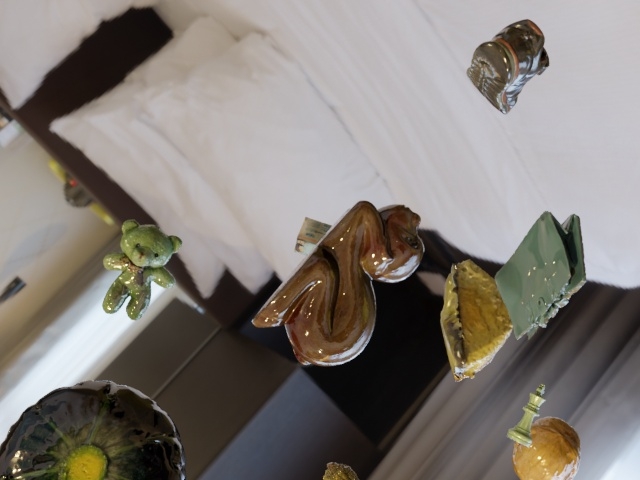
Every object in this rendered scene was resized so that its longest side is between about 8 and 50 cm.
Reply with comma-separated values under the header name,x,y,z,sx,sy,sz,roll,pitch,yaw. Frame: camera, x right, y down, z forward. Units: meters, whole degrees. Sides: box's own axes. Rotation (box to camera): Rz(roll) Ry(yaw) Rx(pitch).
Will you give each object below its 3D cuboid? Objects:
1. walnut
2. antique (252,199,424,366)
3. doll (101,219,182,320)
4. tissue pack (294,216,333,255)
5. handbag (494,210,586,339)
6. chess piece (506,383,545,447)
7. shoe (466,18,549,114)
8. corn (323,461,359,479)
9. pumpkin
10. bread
name,x,y,z,sx,sy,sz,roll,pitch,yaw
walnut,0.649,0.611,2.269,0.195,0.195,0.221,36,138,25
antique,0.041,0.056,1.086,0.143,0.257,0.121,39,171,-1
doll,-0.276,0.049,1.210,0.115,0.150,0.077,19,-177,-14
tissue pack,0.000,0.000,1.667,0.094,0.074,0.058,18,138,2
handbag,0.376,0.063,1.347,0.057,0.144,0.221,5,145,-13
chess piece,0.487,0.401,1.845,0.059,0.149,0.059,24,174,3
shoe,0.366,-0.341,1.530,0.114,0.137,0.291,50,180,11
corn,0.084,0.681,2.028,0.261,0.097,0.097,62,163,-4
pumpkin,-0.351,0.370,1.221,0.296,0.296,0.296,40,165,13
bread,0.355,0.190,1.822,0.163,0.262,0.204,3,159,-2
